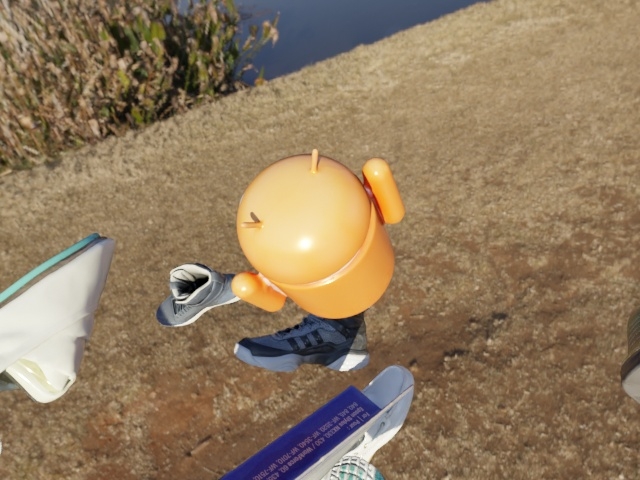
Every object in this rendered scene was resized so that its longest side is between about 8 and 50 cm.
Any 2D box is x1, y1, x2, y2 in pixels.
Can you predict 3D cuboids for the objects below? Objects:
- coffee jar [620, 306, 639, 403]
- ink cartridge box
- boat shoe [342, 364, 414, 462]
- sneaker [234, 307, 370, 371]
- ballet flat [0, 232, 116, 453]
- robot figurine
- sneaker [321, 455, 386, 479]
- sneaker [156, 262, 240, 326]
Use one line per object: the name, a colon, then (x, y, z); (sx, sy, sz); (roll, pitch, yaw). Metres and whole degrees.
coffee jar: (0.458, 0.156, 0.695); (0.096, 0.079, 0.184); (38, 35, 17)
ink cartridge box: (-0.070, 0.285, 0.589); (0.303, 0.307, 0.072); (-21, 58, -42)
boat shoe: (0.082, 0.351, 1.010); (0.098, 0.096, 0.277); (21, 68, 45)
sneaker: (-0.028, 0.167, 1.014); (0.268, 0.153, 0.101); (5, 4, -17)
ballet flat: (-0.329, 0.140, 0.506); (0.139, 0.139, 0.400); (9, 33, 26)
robot figurine: (0.001, -0.002, 0.511); (0.158, 0.219, 0.128); (-7, 65, 16)
sneaker: (0.042, 0.367, 0.799); (0.166, 0.076, 0.065); (-5, 51, 43)
sneaker: (-0.287, 0.115, 1.085); (0.226, 0.163, 0.086); (-26, 72, 17)
